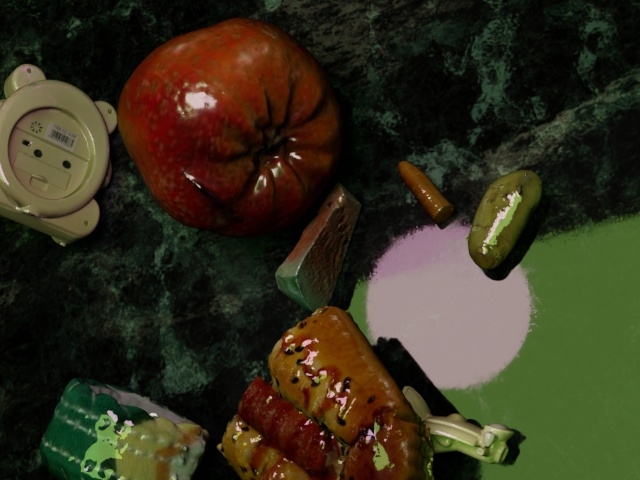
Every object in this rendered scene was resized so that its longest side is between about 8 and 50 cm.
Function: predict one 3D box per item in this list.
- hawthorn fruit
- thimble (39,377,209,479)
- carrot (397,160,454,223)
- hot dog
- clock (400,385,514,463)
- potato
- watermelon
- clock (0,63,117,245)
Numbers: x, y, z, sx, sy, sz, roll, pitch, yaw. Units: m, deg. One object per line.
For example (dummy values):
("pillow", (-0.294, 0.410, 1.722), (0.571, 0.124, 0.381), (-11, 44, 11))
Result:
("hawthorn fruit", (-0.171, -0.201, 1.728), (0.402, 0.403, 0.403), (-5, 75, 19))
("thimble", (-0.340, 0.362, 1.688), (0.288, 0.254, 0.167), (19, 84, 21))
("carrot", (0.184, -0.095, 1.727), (0.048, 0.048, 0.139), (-39, 66, 7))
("hot dog", (0.011, 0.349, 1.523), (0.365, 0.196, 0.367), (50, 120, 36))
("clock", (0.189, 0.415, 1.560), (0.276, 0.120, 0.379), (-9, 78, 25))
("potato", (0.314, -0.037, 1.644), (0.105, 0.085, 0.188), (16, 79, 63))
("watermelon", (0.000, 0.000, 1.736), (0.094, 0.154, 0.241), (21, 71, 24))
("clock", (-0.550, -0.172, 1.902), (0.114, 0.284, 0.309), (-20, 51, 51))
